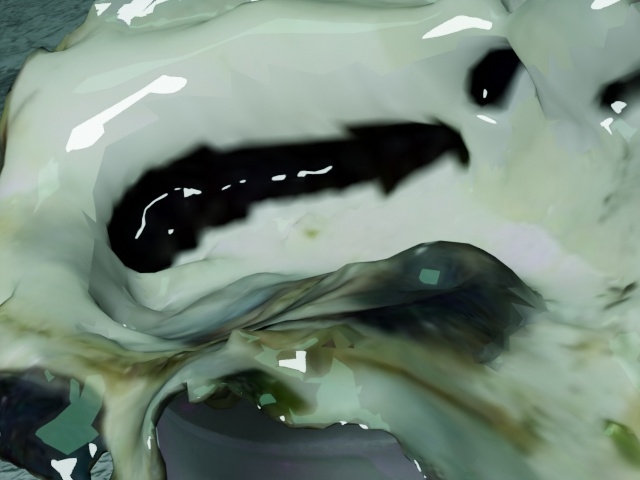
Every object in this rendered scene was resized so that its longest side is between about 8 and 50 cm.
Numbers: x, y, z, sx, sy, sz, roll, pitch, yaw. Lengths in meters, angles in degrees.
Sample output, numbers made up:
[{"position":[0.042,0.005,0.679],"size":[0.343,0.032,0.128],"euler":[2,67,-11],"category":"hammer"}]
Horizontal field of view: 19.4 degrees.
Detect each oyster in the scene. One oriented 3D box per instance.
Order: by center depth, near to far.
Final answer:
[{"position":[0.001,0.001,0.571],"size":[0.351,0.115,0.238],"euler":[-7,47,32],"category":"oyster"}]

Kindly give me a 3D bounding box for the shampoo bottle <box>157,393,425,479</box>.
[{"position":[0.079,0.104,0.715],"size":[0.273,0.266,0.273],"euler":[-15,25,7],"category":"shampoo bottle"}]
